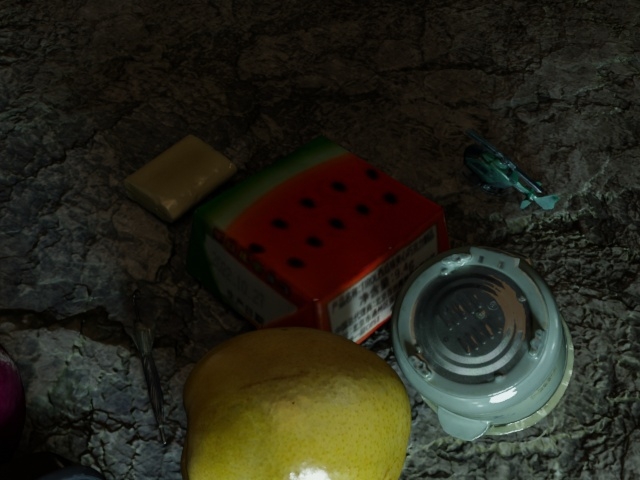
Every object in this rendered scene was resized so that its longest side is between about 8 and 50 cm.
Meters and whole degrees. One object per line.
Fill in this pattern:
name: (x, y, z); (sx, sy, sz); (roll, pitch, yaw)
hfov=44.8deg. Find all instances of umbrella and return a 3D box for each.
umbrella: (-0.275, 0.201, 1.245); (0.044, 0.044, 0.269); (6, 55, -37)

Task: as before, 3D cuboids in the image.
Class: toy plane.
toy plane: (0.371, -0.133, 1.565); (0.235, 0.096, 0.060); (37, 56, -1)

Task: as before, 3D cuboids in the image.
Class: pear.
pear: (-0.038, 0.264, 1.049); (0.314, 0.314, 0.314); (4, 51, -5)

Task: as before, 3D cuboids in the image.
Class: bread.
bread: (-0.267, -0.117, 1.481); (0.139, 0.060, 0.178); (36, 55, 21)

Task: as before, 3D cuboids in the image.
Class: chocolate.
chocolate: (0.000, 0.000, 1.338); (0.360, 0.161, 0.341); (-35, 54, -29)

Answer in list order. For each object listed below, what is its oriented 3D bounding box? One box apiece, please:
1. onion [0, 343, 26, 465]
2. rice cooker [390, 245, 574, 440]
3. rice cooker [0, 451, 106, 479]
onion: (-0.576, 0.191, 1.010); (0.348, 0.347, 0.385); (-15, 57, -19)
rice cooker: (0.249, 0.152, 1.192); (0.264, 0.316, 0.316); (12, 48, 23)
rice cooker: (-0.337, 0.403, 0.926); (0.267, 0.267, 0.224); (-30, 59, -28)
